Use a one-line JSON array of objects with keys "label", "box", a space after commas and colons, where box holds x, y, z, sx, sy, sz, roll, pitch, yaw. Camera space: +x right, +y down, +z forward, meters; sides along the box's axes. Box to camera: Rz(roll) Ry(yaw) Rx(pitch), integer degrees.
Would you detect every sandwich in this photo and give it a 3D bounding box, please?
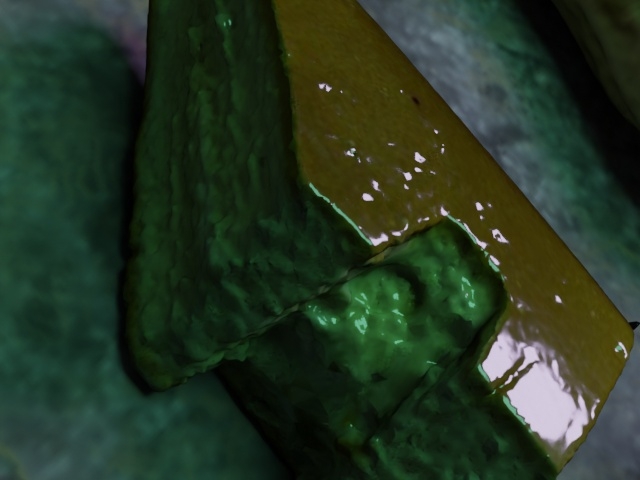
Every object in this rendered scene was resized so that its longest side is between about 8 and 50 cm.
[{"label": "sandwich", "box": [0.000, 0.000, 0.529, 0.236, 0.122, 0.128, 49, 40, -3]}]

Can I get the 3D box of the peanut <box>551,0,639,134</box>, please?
[{"label": "peanut", "box": [0.198, -0.145, 0.758, 0.140, 0.153, 0.325, -22, 74, -41]}]
